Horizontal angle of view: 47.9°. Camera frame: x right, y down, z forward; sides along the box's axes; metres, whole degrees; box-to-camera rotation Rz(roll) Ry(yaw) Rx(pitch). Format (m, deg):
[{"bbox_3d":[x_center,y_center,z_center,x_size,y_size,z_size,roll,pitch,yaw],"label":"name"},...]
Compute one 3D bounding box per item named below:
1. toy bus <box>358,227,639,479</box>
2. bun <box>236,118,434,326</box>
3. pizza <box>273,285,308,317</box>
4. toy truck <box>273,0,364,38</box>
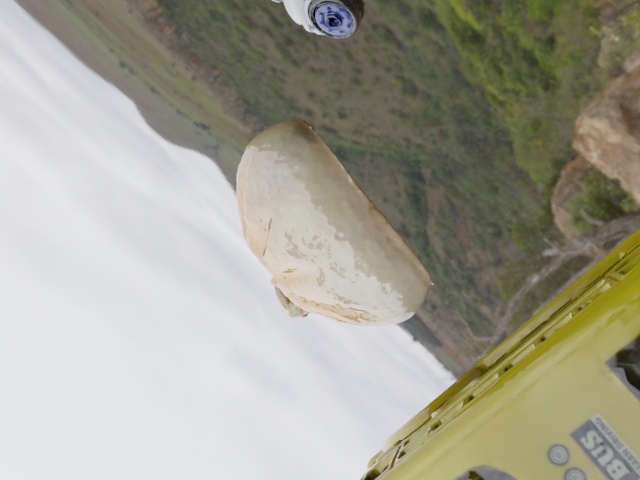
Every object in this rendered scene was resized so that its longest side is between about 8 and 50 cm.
[{"bbox_3d":[0.177,0.082,0.385,0.145,0.331,0.151,50,-168,16],"label":"toy bus"},{"bbox_3d":[0.000,0.000,0.905,0.299,0.165,0.299,50,-175,-6],"label":"bun"},{"bbox_3d":[-0.006,0.071,1.068,0.134,0.046,0.175,22,-149,8],"label":"pizza"},{"bbox_3d":[-0.020,-0.388,0.967,0.177,0.161,0.213,6,148,8],"label":"toy truck"}]
